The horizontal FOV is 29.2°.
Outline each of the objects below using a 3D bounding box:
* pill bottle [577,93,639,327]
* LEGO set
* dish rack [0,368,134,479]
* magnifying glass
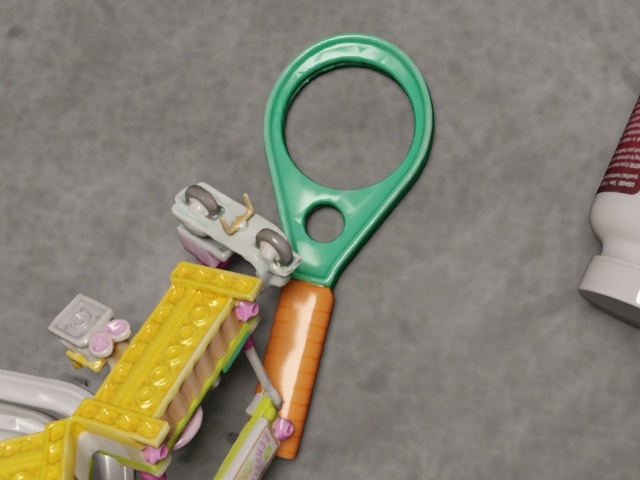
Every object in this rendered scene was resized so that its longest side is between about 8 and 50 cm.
[{"bbox_3d":[0.186,-0.031,0.608,0.086,0.086,0.152,24,84,10],"label":"pill bottle"},{"bbox_3d":[-0.111,0.103,0.573,0.287,0.107,0.132,-39,46,-17],"label":"LEGO set"},{"bbox_3d":[-0.282,0.191,0.632,0.332,0.072,0.286,9,82,9],"label":"dish rack"},{"bbox_3d":[0.000,0.000,0.655,0.092,0.026,0.231,13,83,8],"label":"magnifying glass"}]
